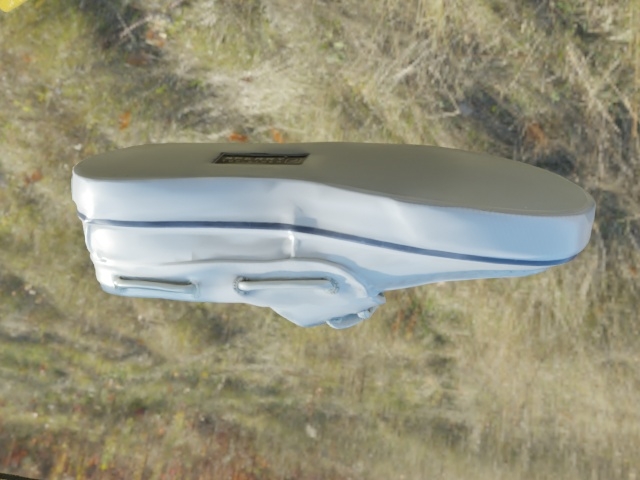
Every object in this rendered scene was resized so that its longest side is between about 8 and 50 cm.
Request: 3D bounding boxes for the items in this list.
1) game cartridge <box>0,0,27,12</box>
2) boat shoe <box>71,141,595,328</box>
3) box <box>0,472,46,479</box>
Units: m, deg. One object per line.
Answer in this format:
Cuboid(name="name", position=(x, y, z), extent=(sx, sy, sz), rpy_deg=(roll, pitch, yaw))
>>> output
Cuboid(name="game cartridge", position=(-0.073, -0.284, 0.547), extent=(0.285, 0.324, 0.053), rpy_deg=(-1, 131, 49))
Cuboid(name="boat shoe", position=(0.000, 0.000, 0.402), extent=(0.258, 0.084, 0.095), rpy_deg=(6, -157, 20))
Cuboid(name="box", position=(-0.311, 0.268, 0.563), extent=(0.216, 0.060, 0.270), rpy_deg=(10, 118, -6))
